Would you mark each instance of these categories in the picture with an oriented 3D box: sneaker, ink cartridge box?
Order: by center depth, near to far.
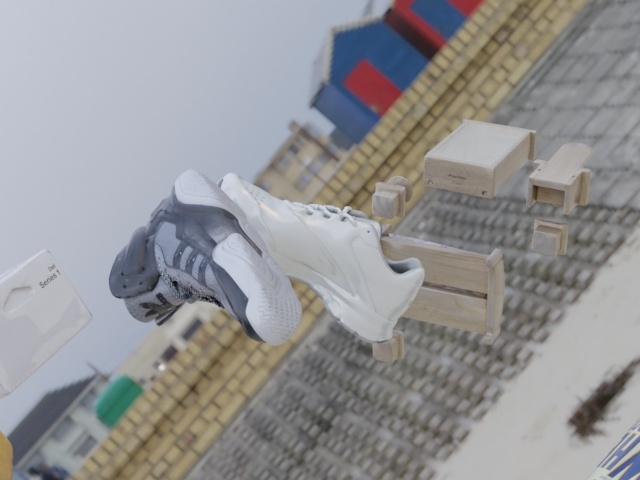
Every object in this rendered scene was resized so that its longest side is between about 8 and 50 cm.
[{"bbox_3d":[-0.125,0.048,1.226,0.153,0.101,0.268,-42,42,7],"label":"sneaker"},{"bbox_3d":[0.000,0.000,1.486,0.129,0.297,0.111,-51,16,13],"label":"sneaker"},{"bbox_3d":[-0.459,0.145,1.523,0.278,0.117,0.201,-26,13,31],"label":"ink cartridge box"}]

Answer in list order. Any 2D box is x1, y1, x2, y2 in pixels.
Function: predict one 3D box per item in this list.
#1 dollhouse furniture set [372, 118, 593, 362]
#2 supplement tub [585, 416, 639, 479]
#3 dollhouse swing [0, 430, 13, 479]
[{"bbox_3d":[0.244,0.021,1.761,0.174,0.303,0.355,-40,-44,-52],"label":"dollhouse furniture set"},{"bbox_3d":[0.451,0.374,1.548,0.325,0.235,0.235,-46,-1,-9],"label":"supplement tub"},{"bbox_3d":[-0.296,0.322,1.246,0.315,0.347,0.305,-24,22,19],"label":"dollhouse swing"}]
